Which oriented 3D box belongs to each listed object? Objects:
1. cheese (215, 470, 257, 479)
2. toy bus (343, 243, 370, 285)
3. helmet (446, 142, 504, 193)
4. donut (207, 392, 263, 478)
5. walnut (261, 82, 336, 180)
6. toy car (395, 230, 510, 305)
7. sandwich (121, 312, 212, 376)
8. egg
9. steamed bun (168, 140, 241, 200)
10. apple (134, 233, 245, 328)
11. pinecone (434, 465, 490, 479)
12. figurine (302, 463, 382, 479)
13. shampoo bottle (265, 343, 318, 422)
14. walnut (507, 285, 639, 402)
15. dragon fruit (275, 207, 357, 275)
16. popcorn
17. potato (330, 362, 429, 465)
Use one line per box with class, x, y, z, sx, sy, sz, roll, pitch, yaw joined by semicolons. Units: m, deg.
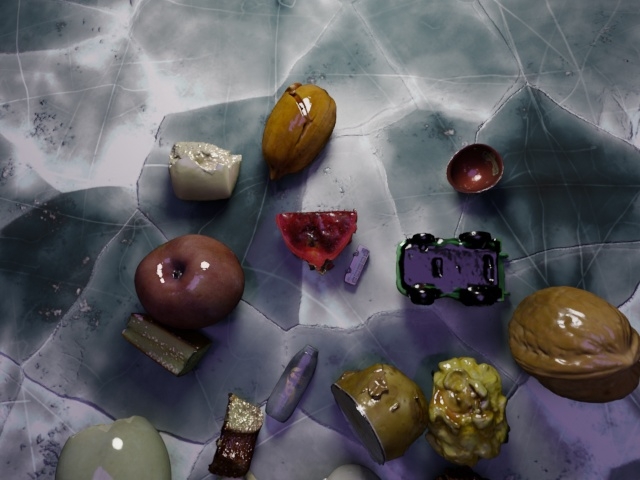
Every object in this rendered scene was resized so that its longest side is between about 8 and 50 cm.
cheese;-0.284;0.768;1.182;0.227;0.064;0.137;-38;77;-6
toy bus;0.116;0.078;1.301;0.052;0.037;0.131;24;82;4
helmet;0.482;-0.213;1.303;0.175;0.106;0.155;-35;78;1
donut;-0.245;0.574;1.196;0.126;0.144;0.187;17;40;-1
walnut;-0.078;-0.343;1.308;0.208;0.209;0.336;26;89;7
toy car;0.405;0.091;1.225;0.358;0.176;0.214;0;79;6
sandwich;-0.471;0.304;1.243;0.235;0.128;0.122;31;86;8
egg;-0.552;0.661;1.104;0.278;0.278;0.336;-17;77;-1
steamed bun;-0.372;-0.234;1.312;0.225;0.170;0.200;-2;75;1
apple;-0.382;0.116;1.206;0.305;0.235;0.306;-2;65;5
pinecone;0.390;0.734;1.094;0.221;0.221;0.222;0;80;2
figurine;-0.004;0.775;1.115;0.274;0.226;0.394;40;97;-5
shampoo bottle;-0.080;0.430;1.240;0.087;0.049;0.234;30;82;5
walnut;0.679;0.278;1.095;0.332;0.333;0.333;0;80;2
dragon fruit;0.000;0.000;1.285;0.261;0.134;0.212;4;92;19
popcorn;0.399;0.471;1.135;0.215;0.252;0.287;-4;69;47
potato;0.171;0.454;1.125;0.196;0.299;0.247;-25;90;-19
